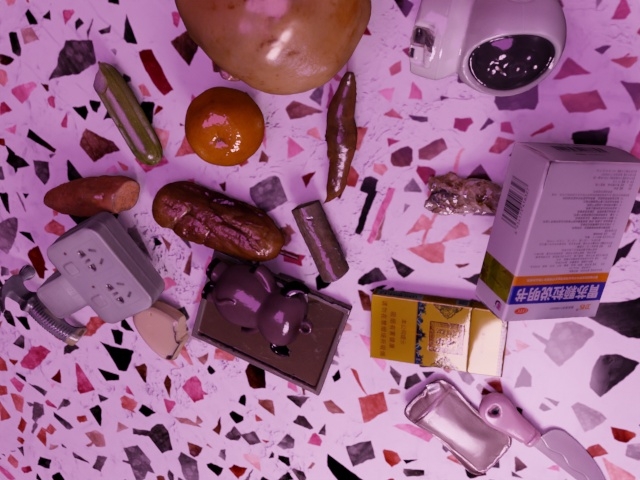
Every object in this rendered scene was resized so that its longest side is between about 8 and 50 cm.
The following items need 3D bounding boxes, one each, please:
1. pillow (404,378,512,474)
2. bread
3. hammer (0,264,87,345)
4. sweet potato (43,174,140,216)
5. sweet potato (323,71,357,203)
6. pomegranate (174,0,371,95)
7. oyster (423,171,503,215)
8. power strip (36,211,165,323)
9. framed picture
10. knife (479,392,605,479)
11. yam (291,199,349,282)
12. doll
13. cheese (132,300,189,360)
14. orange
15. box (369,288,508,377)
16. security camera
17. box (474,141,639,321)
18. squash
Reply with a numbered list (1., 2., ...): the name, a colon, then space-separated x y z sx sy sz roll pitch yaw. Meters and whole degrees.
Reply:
1. pillow: 0.299 0.403 1.440 0.233 0.038 0.130 39 106 -1
2. bread: -0.204 -0.027 1.415 0.344 0.084 0.124 22 116 9
3. hammer: -0.685 0.177 1.639 0.041 0.158 0.226 -36 109 29
4. sweet potato: -0.519 -0.097 1.486 0.252 0.097 0.097 -5 109 18
5. sweet potato: 0.039 -0.190 1.281 0.067 0.067 0.273 14 116 13
6. pomegranate: -0.084 -0.400 1.102 0.333 0.332 0.332 7 113 16
7. oyster: 0.286 -0.081 1.236 0.200 0.061 0.106 -10 107 30
8. power strip: -0.508 0.071 1.519 0.261 0.141 0.229 -24 111 28
9. framed picture: -0.119 0.185 1.505 0.335 0.022 0.247 23 116 9
10. knife: 0.481 0.426 1.399 0.336 0.043 0.081 34 103 -3
11. yam: 0.000 0.000 1.369 0.068 0.068 0.169 -20 99 24
12. doll: -0.129 0.134 1.411 0.257 0.117 0.181 20 117 11
13. cheese: -0.419 0.170 1.585 0.255 0.050 0.127 39 117 9
14. orange: -0.187 -0.226 1.301 0.159 0.136 0.158 1 124 2
15. box: 0.241 0.189 1.377 0.279 0.041 0.153 6 111 17
16. security camera: 0.275 -0.338 1.077 0.236 0.194 0.194 15 115 7
17. box: 0.408 -0.014 1.152 0.200 0.106 0.299 -1 117 -19
18. squash: -0.406 -0.265 1.396 0.069 0.069 0.238 -22 103 25
